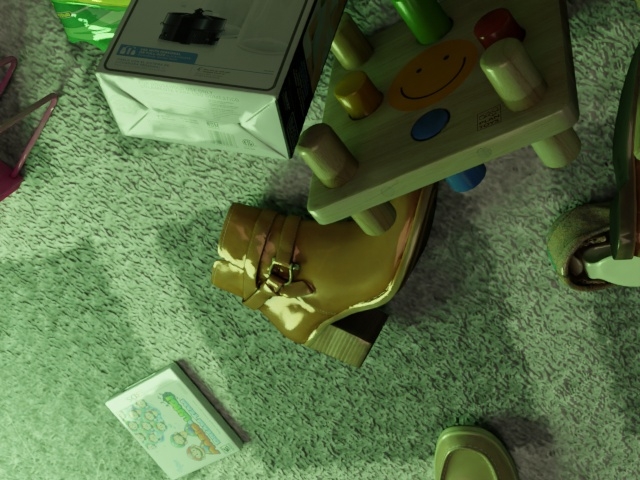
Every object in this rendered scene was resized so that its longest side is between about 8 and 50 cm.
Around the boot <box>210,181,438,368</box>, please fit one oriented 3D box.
[{"bbox_3d":[0.000,0.000,1.106,0.220,0.109,0.283,29,130,7],"label":"boot"}]

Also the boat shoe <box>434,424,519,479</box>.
[{"bbox_3d":[0.199,0.376,1.235,0.109,0.098,0.302,2,118,18],"label":"boat shoe"}]

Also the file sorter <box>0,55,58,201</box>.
[{"bbox_3d":[-0.484,-0.169,1.106,0.291,0.202,0.182,38,121,-4],"label":"file sorter"}]

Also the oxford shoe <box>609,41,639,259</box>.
[{"bbox_3d":[0.322,-0.086,0.922,0.076,0.076,0.212,2,88,9],"label":"oxford shoe"}]

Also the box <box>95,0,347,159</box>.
[{"bbox_3d":[-0.070,-0.223,0.881,0.169,0.290,0.087,11,150,14],"label":"box"}]

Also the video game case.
[{"bbox_3d":[-0.208,0.259,1.356,0.143,0.019,0.157,-30,105,30],"label":"video game case"}]

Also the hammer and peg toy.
[{"bbox_3d":[0.152,-0.160,0.859,0.361,0.266,0.127,-20,129,28],"label":"hammer and peg toy"}]

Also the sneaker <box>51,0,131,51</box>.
[{"bbox_3d":[-0.148,-0.231,1.030,0.296,0.109,0.123,17,143,8],"label":"sneaker"}]

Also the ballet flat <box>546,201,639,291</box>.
[{"bbox_3d":[0.384,-0.001,0.958,0.316,0.106,0.107,-15,113,25],"label":"ballet flat"}]
